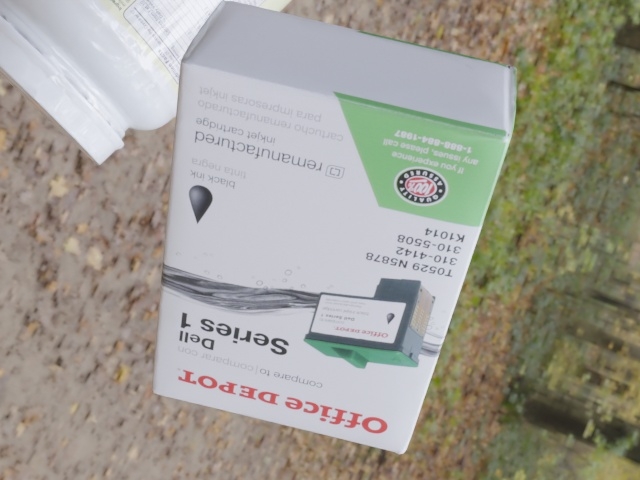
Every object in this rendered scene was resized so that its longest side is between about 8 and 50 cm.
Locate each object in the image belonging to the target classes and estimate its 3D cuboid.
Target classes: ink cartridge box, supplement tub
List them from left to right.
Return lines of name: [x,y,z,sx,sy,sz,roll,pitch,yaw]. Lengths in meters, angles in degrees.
supplement tub: [-0.168,-0.255,0.908,0.325,0.235,0.235,-46,158,-7]
ink cartridge box: [0.000,0.000,0.525,0.092,0.160,0.219,-73,175,-55]
